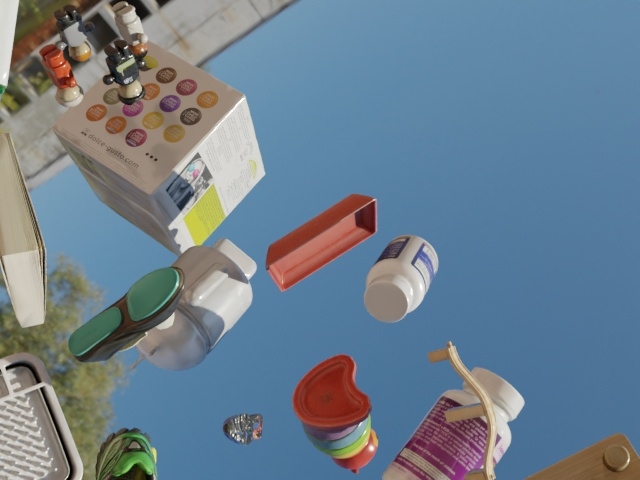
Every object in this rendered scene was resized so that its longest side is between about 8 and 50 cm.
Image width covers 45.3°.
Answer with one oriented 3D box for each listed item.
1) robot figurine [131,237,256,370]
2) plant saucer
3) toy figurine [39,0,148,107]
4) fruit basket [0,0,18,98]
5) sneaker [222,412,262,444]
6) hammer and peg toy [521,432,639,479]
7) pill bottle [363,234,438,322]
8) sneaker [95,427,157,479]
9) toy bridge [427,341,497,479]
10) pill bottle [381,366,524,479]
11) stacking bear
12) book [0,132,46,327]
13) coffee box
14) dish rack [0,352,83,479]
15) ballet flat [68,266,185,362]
[{"bbox_3d":[-0.292,0.150,1.736,0.353,0.199,0.300,-50,176,-36],"label":"robot figurine"},{"bbox_3d":[0.000,0.000,1.624,0.259,0.048,0.258,-32,166,-4],"label":"plant saucer"},{"bbox_3d":[-0.472,-0.393,1.638,0.213,0.148,0.210,-5,-128,2],"label":"toy figurine"},{"bbox_3d":[-0.499,-0.253,1.043,0.353,0.165,0.327,166,-70,-70],"label":"fruit basket"},{"bbox_3d":[-0.219,0.500,2.035,0.087,0.221,0.083,-5,-105,11],"label":"sneaker"},{"bbox_3d":[0.373,0.493,1.173,0.361,0.127,0.266,-29,-117,4],"label":"hammer and peg toy"},{"bbox_3d":[0.147,0.073,1.436,0.112,0.112,0.187,-22,-167,29],"label":"pill bottle"},{"bbox_3d":[-0.357,0.512,1.334,0.146,0.134,0.344,-176,-89,-74],"label":"sneaker"},{"bbox_3d":[0.196,0.225,1.013,0.063,0.188,0.026,-21,171,37],"label":"toy bridge"},{"bbox_3d":[0.274,0.409,1.537,0.301,0.169,0.169,-50,-150,-16],"label":"pill bottle"},{"bbox_3d":[0.050,0.423,1.747,0.164,0.289,0.175,-22,-135,-1],"label":"stacking bear"},{"bbox_3d":[-0.266,-0.009,0.663,0.035,0.096,0.144,-11,-129,-24],"label":"book"},{"bbox_3d":[-0.383,-0.223,1.911,0.337,0.338,0.334,32,-110,20],"label":"coffee box"},{"bbox_3d":[-0.706,0.440,1.681,0.285,0.333,0.072,-19,171,-38],"label":"dish rack"},{"bbox_3d":[-0.336,0.138,1.409,0.280,0.096,0.095,-31,-124,18],"label":"ballet flat"}]
